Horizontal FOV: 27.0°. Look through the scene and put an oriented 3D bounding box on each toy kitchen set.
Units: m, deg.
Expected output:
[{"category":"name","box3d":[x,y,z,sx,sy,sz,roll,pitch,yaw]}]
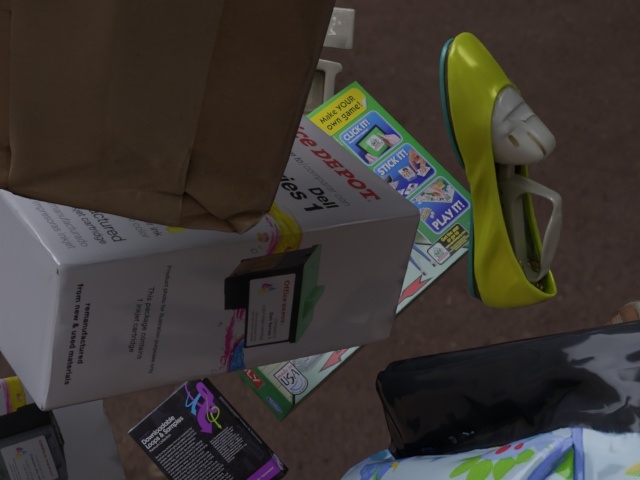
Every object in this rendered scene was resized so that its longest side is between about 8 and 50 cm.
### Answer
[{"category":"toy kitchen set","box3d":[-0.036,-0.148,1.426,0.122,0.207,0.166,3,9,-4]}]

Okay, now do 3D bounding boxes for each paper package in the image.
[{"category":"paper package","box3d":[-0.078,-0.224,0.671,0.168,0.309,0.324,6,58,-9]}]

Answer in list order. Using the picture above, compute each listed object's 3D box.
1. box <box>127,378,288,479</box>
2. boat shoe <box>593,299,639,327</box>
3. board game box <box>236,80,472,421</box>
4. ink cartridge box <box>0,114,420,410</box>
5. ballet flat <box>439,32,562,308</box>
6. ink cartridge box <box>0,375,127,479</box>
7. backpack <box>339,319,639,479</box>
[{"category":"box","box3d":[-0.134,0.249,1.586,0.162,0.116,0.029,49,14,-2]},{"category":"boat shoe","box3d":[0.261,0.125,1.196,0.116,0.123,0.324,-13,-2,4]},{"category":"board game box","box3d":[0.000,0.000,1.308,0.213,0.046,0.317,46,57,7]},{"category":"ink cartridge box","box3d":[-0.101,-0.006,0.937,0.278,0.117,0.201,-8,35,-34]},{"category":"ballet flat","box3d":[0.149,-0.052,1.049,0.077,0.231,0.077,5,25,34]},{"category":"ink cartridge box","box3d":[-0.341,0.202,1.098,0.226,0.131,0.306,-20,-6,21]},{"category":"backpack","box3d":[0.099,0.217,0.558,0.273,0.355,0.290,-7,-5,-19]}]
